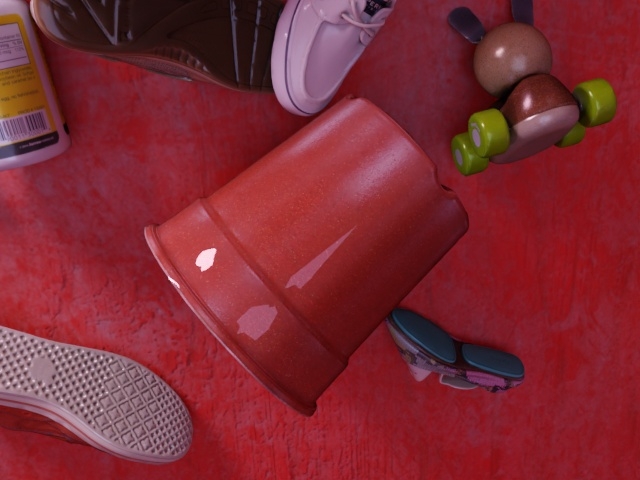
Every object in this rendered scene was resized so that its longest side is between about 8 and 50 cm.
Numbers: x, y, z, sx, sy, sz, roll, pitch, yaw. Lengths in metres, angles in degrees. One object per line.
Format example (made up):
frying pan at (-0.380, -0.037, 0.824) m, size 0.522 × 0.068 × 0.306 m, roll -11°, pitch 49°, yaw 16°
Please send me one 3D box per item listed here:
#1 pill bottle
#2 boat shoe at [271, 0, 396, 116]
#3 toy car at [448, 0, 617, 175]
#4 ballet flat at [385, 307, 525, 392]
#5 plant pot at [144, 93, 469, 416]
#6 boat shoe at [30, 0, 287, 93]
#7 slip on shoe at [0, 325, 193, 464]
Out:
pill bottle at (-0.343, -0.182, 0.685) m, size 0.119 × 0.119 × 0.208 m, roll -12°, pitch 110°, yaw -4°
boat shoe at (0.037, -0.254, 0.703) m, size 0.096 × 0.088 × 0.267 m, roll 26°, pitch 92°, yaw -40°
toy car at (0.220, -0.193, 0.780) m, size 0.155 × 0.149 × 0.188 m, roll -16°, pitch 82°, yaw -6°
ballet flat at (0.173, 0.164, 0.913) m, size 0.221 × 0.077 × 0.079 m, roll 22°, pitch 124°, yaw -15°
plant pot at (0.000, 0.000, 0.736) m, size 0.265 × 0.272 × 0.272 m, roll -41°, pitch 110°, yaw -1°
boat shoe at (-0.146, -0.222, 0.713) m, size 0.302 × 0.098 × 0.109 m, roll 2°, pitch 101°, yaw -28°
slip on shoe at (-0.316, 0.199, 0.841) m, size 0.331 × 0.123 × 0.101 m, roll 25°, pitch 136°, yaw -21°
